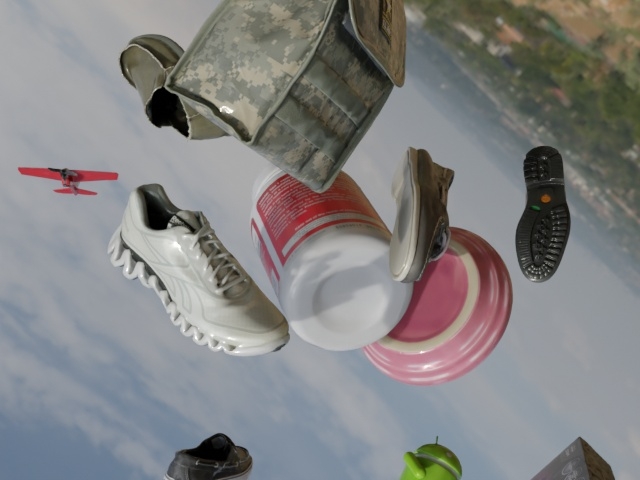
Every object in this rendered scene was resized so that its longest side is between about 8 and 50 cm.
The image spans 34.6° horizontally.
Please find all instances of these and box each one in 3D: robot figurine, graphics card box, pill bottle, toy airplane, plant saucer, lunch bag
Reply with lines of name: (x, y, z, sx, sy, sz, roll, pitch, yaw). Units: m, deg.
robot figurine: (0.129, 0.298, 1.249, 0.067, 0.115, 0.101, -1, 138, 48)
graphics card box: (0.374, 0.537, 1.848, 0.094, 0.371, 0.233, 45, -167, 0)
pill bottle: (0.000, 0.000, 1.856, 0.229, 0.229, 0.407, 38, -168, -31)
toy airplane: (-0.382, -0.090, 1.560, 0.151, 0.028, 0.151, 3, 173, 0)
plant saucer: (0.206, 0.115, 2.008, 0.084, 0.332, 0.332, 41, -171, -50)
lunch bag: (-0.006, -0.228, 1.225, 0.169, 0.287, 0.235, 35, -178, 22)

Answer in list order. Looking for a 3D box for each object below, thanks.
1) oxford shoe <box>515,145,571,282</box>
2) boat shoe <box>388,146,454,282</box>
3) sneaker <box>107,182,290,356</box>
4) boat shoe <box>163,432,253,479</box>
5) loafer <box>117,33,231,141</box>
oxford shoe: (0.358, -0.029, 1.626, 0.083, 0.227, 0.096, 3, 154, 19)
boat shoe: (0.163, -0.040, 1.534, 0.095, 0.112, 0.335, 19, -149, -7)
sneaker: (-0.152, 0.037, 1.282, 0.292, 0.118, 0.110, 36, -144, 24)
boat shoe: (-0.167, 0.340, 1.606, 0.080, 0.076, 0.228, 19, -174, 27)
loafer: (-0.213, -0.212, 1.424, 0.251, 0.087, 0.094, 34, 137, 37)
